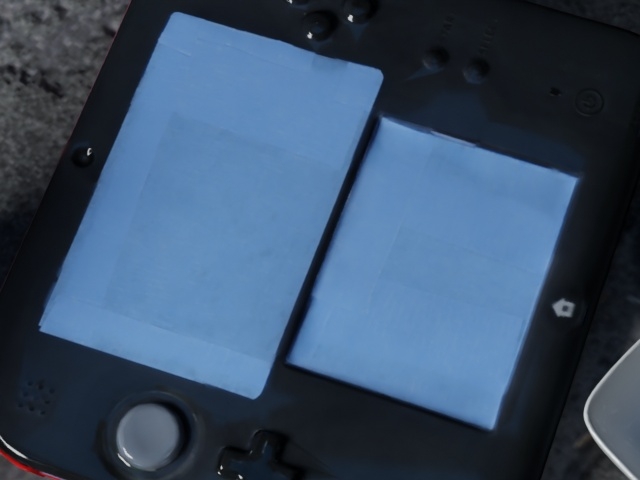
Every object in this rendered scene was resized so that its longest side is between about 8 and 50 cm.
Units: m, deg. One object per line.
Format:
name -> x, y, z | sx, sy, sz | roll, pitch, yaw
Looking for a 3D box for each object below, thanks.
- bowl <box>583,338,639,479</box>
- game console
bowl -> 0.238, 0.106, 1.066 | 0.142, 0.053, 0.142 | -42, 67, -11
game console -> 0.000, 0.000, 1.143 | 0.342, 0.060, 0.386 | 16, 70, 14
